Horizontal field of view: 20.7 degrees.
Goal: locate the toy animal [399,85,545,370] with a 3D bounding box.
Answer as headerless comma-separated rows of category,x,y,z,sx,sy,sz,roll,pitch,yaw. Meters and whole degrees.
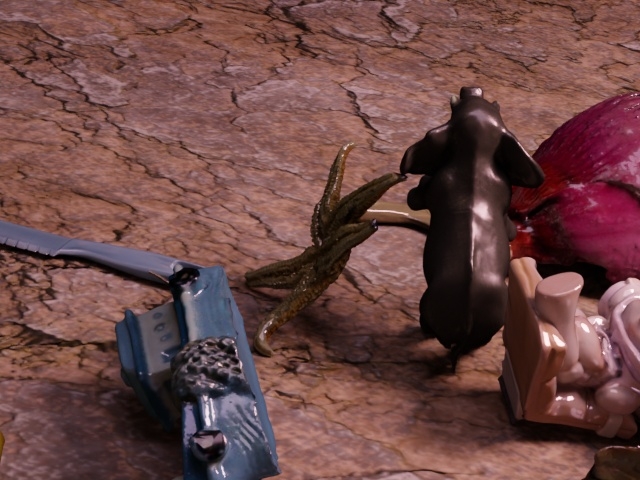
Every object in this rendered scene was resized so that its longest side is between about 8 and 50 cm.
toy animal,0.128,-0.020,1.449,0.115,0.245,0.146,-8,-14,1

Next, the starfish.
starfish,0.002,0.001,1.457,0.050,0.216,0.223,29,-31,-26

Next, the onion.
onion,0.293,-0.057,1.671,0.349,0.159,0.267,-3,26,-32

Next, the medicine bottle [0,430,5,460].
medicine bottle,-0.316,0.118,1.119,0.239,0.124,0.124,19,25,21

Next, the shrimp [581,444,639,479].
shrimp,0.307,0.210,1.214,0.253,0.058,0.173,11,32,0

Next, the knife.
knife,-0.233,0.005,1.541,0.313,0.019,0.044,13,26,16

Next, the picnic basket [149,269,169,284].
picnic basket,-0.113,0.065,1.381,0.083,0.065,0.083,27,29,1

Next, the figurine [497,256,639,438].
figurine,0.258,0.083,1.368,0.237,0.141,0.162,6,36,-10

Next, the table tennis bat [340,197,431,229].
table tennis bat,0.125,-0.025,1.728,0.234,0.022,0.131,2,26,-18

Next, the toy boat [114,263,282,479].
toy boat,-0.090,0.113,1.236,0.098,0.109,0.238,-22,35,1
